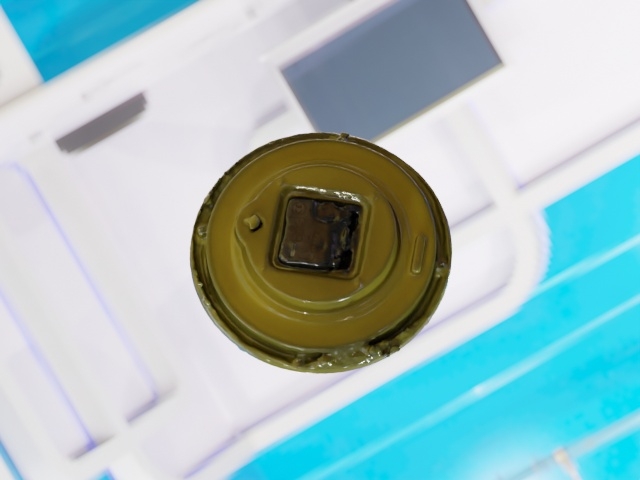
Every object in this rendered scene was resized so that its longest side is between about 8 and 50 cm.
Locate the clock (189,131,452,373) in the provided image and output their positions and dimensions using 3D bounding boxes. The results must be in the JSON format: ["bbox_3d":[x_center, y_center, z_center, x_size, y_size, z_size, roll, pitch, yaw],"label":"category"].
[{"bbox_3d":[0.000,0.000,1.443,0.237,0.237,0.057,-30,158,-12],"label":"clock"}]
